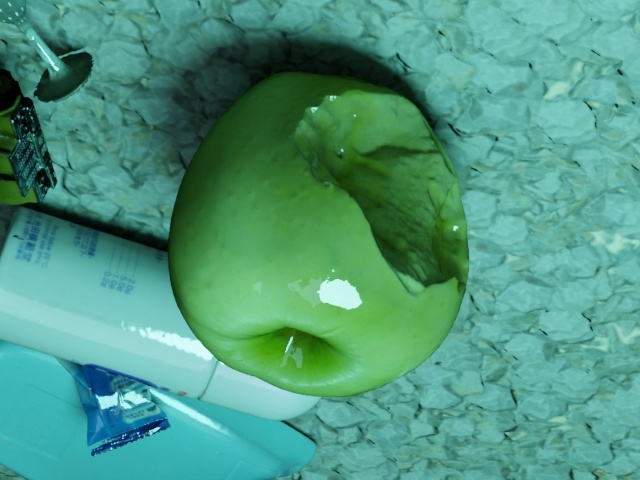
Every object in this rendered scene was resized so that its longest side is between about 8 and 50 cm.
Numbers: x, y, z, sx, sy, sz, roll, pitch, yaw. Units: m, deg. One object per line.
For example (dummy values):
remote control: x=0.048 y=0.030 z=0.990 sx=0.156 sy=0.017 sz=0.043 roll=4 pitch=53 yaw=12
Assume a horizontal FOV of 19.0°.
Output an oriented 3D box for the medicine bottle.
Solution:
medicine bottle: x=-0.149 y=0.077 z=1.837 sx=0.341 sy=0.130 sz=0.130 roll=17 pitch=138 yaw=-9

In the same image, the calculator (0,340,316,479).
calculator: x=-0.217 y=0.213 z=2.062 sx=0.386 sy=0.054 sz=0.256 roll=25 pitch=136 yaw=-11

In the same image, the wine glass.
wine glass: x=-0.267 y=-0.203 z=1.596 sx=0.066 sy=0.066 sz=0.198 roll=-14 pitch=133 yaw=25

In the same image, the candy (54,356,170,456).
candy: x=-0.217 y=0.144 z=1.941 sx=0.088 sy=0.038 sz=0.136 roll=-20 pitch=99 yaw=4

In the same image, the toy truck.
toy truck: x=-0.369 y=-0.078 z=1.697 sx=0.257 sy=0.127 sz=0.127 roll=1 pitch=135 yaw=13

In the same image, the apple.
apple: x=0.000 y=0.000 z=1.626 sx=0.279 sy=0.279 sz=0.279 roll=6 pitch=138 yaw=5
